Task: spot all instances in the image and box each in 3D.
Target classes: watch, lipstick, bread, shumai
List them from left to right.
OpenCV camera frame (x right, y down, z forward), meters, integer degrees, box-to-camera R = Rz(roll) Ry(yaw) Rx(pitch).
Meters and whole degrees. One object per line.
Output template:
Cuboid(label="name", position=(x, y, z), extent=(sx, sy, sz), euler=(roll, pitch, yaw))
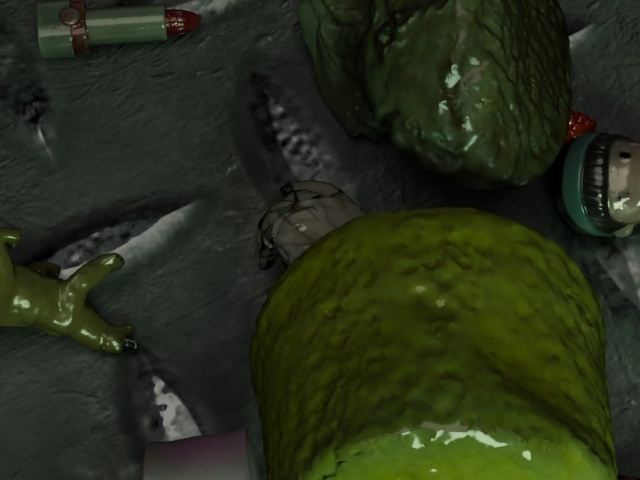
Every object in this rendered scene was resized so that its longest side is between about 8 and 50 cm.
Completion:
Cuboid(label="lipstick", position=(-0.230, -0.250, 1.617), extent=(0.186, 0.057, 0.063), euler=(-5, 71, -4))
Cuboid(label="watch", position=(-0.119, 0.289, 1.333), extent=(0.211, 0.248, 0.217), euler=(-9, 70, 1))
Cuboid(label="shumai", position=(0.097, -0.188, 1.500), extent=(0.289, 0.292, 0.329), euler=(-10, 66, 29))
Cuboid(label="bread", position=(0.113, 0.169, 1.287), extent=(0.348, 0.348, 0.307), euler=(-7, 35, -1))

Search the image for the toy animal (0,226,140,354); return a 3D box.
Cuboid(label="toy animal", position=(-0.296, 0.059, 1.480), extent=(0.219, 0.103, 0.101), euler=(16, 63, -32))

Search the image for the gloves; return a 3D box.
Cuboid(label="gloves", position=(-0.001, -0.006, 1.475), extent=(0.128, 0.111, 0.212), euler=(-11, 47, -16))

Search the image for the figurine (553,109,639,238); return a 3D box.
Cuboid(label="figurine", position=(0.369, -0.063, 1.521), extent=(0.246, 0.110, 0.137), euler=(5, 62, -1))

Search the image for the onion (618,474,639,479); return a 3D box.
Cuboid(label="onion", position=(0.329, 0.333, 1.348), extent=(0.230, 0.230, 0.163), euler=(15, 113, 6))
